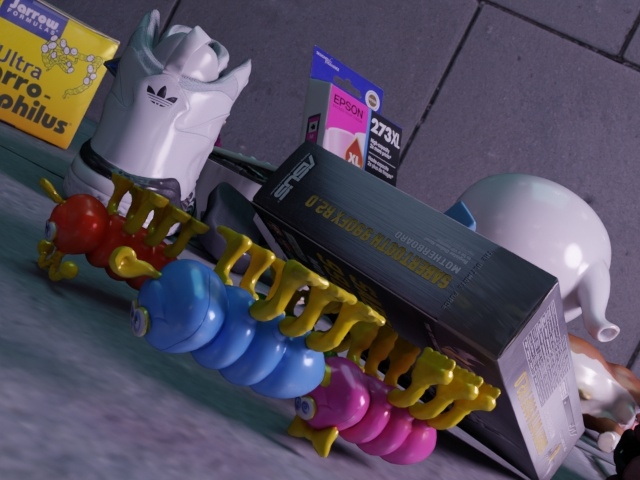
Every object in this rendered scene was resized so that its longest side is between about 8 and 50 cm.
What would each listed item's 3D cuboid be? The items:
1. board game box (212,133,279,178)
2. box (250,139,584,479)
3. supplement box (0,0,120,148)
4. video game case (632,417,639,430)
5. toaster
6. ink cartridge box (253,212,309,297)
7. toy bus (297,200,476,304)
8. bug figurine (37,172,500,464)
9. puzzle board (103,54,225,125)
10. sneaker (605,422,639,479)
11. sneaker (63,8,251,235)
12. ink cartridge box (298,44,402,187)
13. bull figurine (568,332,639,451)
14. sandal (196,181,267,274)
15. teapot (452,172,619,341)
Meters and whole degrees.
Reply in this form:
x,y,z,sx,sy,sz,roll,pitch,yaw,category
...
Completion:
x,y,z,sx,sy,sz,roll,pitch,yaw,category
-0.026,-0.060,1.563,0.390,0.050,0.390,22,-15,42,board game box
0.072,0.055,0.540,0.183,0.056,0.231,33,-14,33,box
-0.499,-0.313,1.417,0.194,0.195,0.356,25,6,-29,supplement box
0.393,0.243,1.343,0.285,0.025,0.204,25,3,-22,video game case
-0.122,-0.062,1.317,0.168,0.110,0.185,27,2,21,toaster
0.000,0.000,0.961,0.099,0.056,0.135,-10,53,-36,ink cartridge box
0.103,0.070,0.885,0.104,0.202,0.191,62,12,27,toy bus
-0.040,0.041,0.436,0.216,0.072,0.279,32,-5,-28,bug figurine
-0.183,-0.176,0.989,0.096,0.011,0.128,-6,-41,37,puzzle board
0.331,0.200,0.677,0.162,0.106,0.281,25,1,43,sneaker
-0.167,-0.123,0.929,0.137,0.210,0.366,27,2,-7,sneaker
0.043,-0.111,1.295,0.069,0.371,0.175,-13,-27,42,ink cartridge box
0.274,0.158,1.014,0.310,0.101,0.188,23,8,-3,bull figurine
-0.110,-0.013,0.997,0.097,0.054,0.254,43,11,-4,sandal
0.261,0.043,1.163,0.252,0.187,0.256,39,-30,-3,teapot
